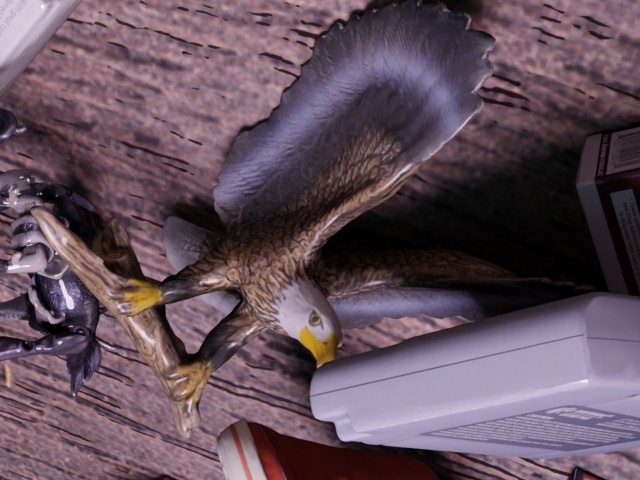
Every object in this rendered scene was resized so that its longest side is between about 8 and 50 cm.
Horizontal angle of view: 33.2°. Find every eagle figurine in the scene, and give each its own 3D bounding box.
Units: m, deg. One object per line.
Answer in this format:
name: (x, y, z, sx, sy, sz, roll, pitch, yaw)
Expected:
eagle figurine: (0.004, 0.008, 0.724, 0.298, 0.225, 0.226, -30, 154, 1)

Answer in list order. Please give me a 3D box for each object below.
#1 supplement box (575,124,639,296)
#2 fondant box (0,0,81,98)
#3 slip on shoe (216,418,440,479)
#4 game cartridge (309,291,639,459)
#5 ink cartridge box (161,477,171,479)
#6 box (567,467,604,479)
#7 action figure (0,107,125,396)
supplement box: (0.291, -0.020, 0.648, 0.240, 0.073, 0.130, -11, 117, 25)
fondant box: (-0.349, -0.216, 0.738, 0.330, 0.096, 0.238, 45, 123, -9)
slip on shoe: (0.039, 0.196, 0.783, 0.101, 0.123, 0.331, -39, 137, 12)
game cartridge: (0.160, 0.092, 0.656, 0.198, 0.062, 0.297, -23, 155, 33)
ink cartridge box: (-0.072, 0.371, 0.953, 0.273, 0.114, 0.197, 26, 125, 17)
box: (0.271, 0.270, 0.851, 0.207, 0.036, 0.114, 24, 124, 4)
action figure: (-0.230, 0.011, 0.754, 0.141, 0.164, 0.275, -5, 151, 8)
